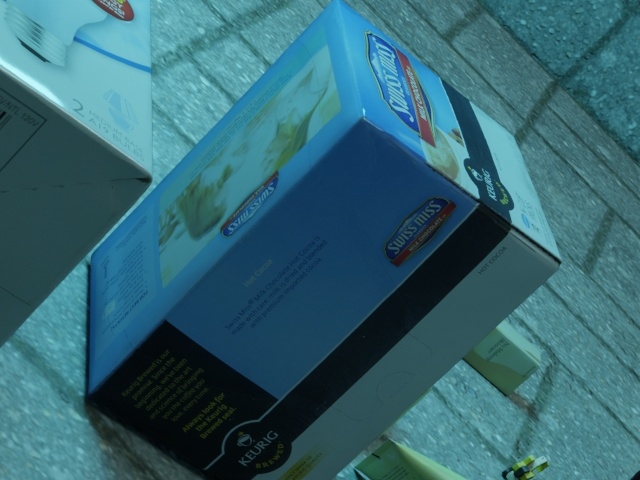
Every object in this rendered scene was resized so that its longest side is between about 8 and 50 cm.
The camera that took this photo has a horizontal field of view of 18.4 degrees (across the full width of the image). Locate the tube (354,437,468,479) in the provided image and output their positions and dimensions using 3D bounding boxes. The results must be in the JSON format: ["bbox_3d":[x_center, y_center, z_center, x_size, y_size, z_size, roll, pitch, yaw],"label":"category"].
[{"bbox_3d":[0.149,0.261,1.860,0.240,0.070,0.062,31,18,-4],"label":"tube"}]

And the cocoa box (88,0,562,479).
[{"bbox_3d":[-0.009,0.017,1.689,0.228,0.347,0.231,36,22,-24],"label":"cocoa box"}]

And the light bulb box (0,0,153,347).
[{"bbox_3d":[-0.333,-0.161,1.576,0.358,0.225,0.361,35,23,-25],"label":"light bulb box"}]

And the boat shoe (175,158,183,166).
[{"bbox_3d":[0.000,0.000,2.071,0.335,0.119,0.121,36,22,-23],"label":"boat shoe"}]

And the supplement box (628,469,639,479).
[{"bbox_3d":[0.304,0.285,1.943,0.073,0.239,0.130,50,20,13],"label":"supplement box"}]

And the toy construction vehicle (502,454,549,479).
[{"bbox_3d":[0.244,0.273,2.146,0.086,0.035,0.098,53,21,18],"label":"toy construction vehicle"}]

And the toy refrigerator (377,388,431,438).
[{"bbox_3d":[-0.018,0.075,1.930,0.269,0.094,0.102,34,23,-27],"label":"toy refrigerator"}]

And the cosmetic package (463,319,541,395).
[{"bbox_3d":[0.199,0.122,2.315,0.115,0.060,0.041,40,22,-12],"label":"cosmetic package"}]
